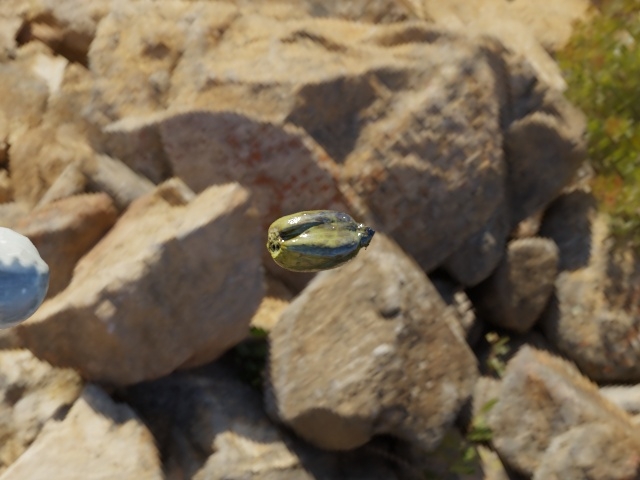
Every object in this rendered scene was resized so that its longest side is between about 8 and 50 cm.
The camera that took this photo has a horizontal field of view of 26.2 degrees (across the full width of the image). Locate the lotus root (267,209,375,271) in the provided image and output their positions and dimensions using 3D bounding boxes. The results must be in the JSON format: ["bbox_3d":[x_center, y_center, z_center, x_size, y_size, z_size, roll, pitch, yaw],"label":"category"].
[{"bbox_3d":[0.000,0.000,1.237,0.099,0.049,0.054,-5,70,-18],"label":"lotus root"}]

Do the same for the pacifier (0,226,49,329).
[{"bbox_3d":[-0.383,0.009,1.148,0.273,0.332,0.220,-14,46,-45],"label":"pacifier"}]
